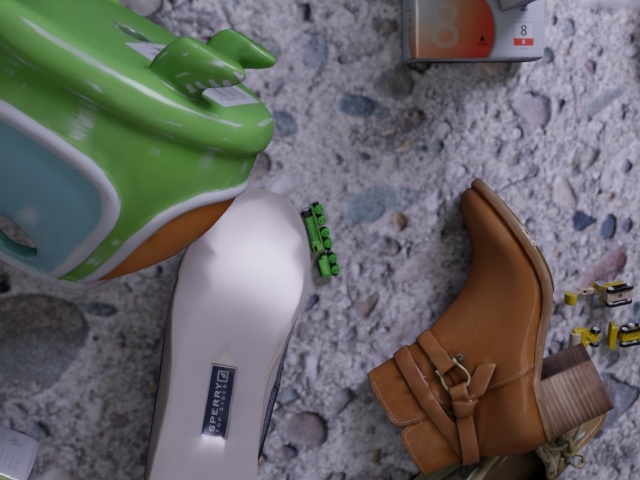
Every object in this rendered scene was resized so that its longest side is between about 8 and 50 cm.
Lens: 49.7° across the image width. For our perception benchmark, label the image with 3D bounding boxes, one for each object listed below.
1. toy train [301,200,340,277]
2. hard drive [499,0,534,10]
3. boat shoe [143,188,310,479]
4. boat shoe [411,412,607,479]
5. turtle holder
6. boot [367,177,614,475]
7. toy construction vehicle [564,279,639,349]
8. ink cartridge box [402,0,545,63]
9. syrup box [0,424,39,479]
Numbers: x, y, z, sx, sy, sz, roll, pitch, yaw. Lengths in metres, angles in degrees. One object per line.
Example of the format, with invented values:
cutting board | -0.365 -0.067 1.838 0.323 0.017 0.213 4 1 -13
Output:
toy train | 0.000 0.000 0.717 0.024 0.017 0.083 -16 104 0
hard drive | 0.176 -0.394 0.557 0.047 0.233 0.352 -17 97 -12
boat shoe | -0.104 0.125 0.671 0.127 0.158 0.340 18 67 -12
boat shoe | 0.223 0.259 0.782 0.285 0.089 0.104 -37 106 -6
turtle holder | -0.208 -0.103 0.533 0.320 0.243 0.227 23 110 -25
boot | 0.150 0.097 0.740 0.220 0.109 0.283 -25 91 14
toy construction vehicle | 0.332 0.088 0.813 0.098 0.035 0.085 -11 113 -10
ink cartridge box | 0.156 -0.271 0.694 0.146 0.045 0.179 -5 104 -14
syrup box | -0.388 0.187 0.611 0.237 0.096 0.093 31 89 -17
